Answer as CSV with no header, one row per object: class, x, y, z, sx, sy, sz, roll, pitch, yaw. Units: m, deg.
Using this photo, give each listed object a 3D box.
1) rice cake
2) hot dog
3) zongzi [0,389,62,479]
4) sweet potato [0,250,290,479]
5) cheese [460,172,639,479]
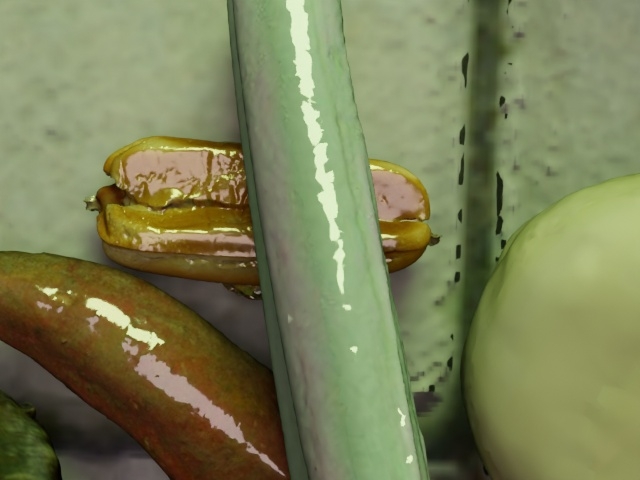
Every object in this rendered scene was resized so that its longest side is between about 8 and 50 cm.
rice cake,0.000,-0.001,0.435,0.042,0.080,0.222,-7,74,-3
hot dog,-0.020,-0.006,0.499,0.133,0.041,0.056,5,74,-2
zongzi,-0.261,0.161,0.465,0.289,0.317,0.154,2,60,-36
sweet potato,-0.023,0.081,0.480,0.255,0.078,0.058,43,115,4
cheese,0.230,0.040,0.432,0.328,0.130,0.351,33,111,-6
